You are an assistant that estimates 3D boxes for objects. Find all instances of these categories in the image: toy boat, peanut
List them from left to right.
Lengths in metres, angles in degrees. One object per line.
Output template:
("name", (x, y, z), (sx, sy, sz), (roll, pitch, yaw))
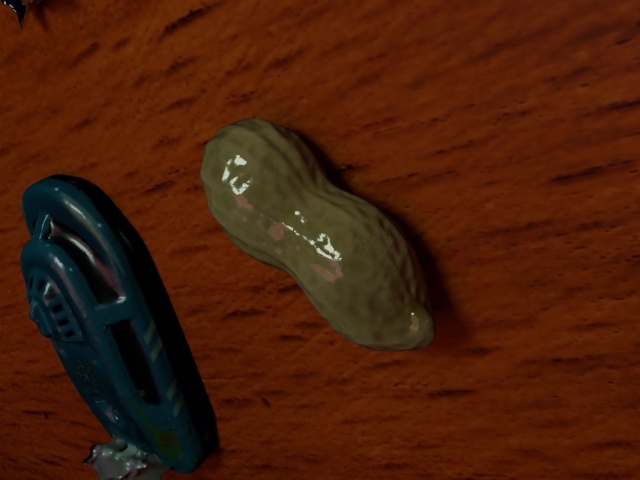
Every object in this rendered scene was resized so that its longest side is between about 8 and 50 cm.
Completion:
("toy boat", (-0.198, 0.093, 0.760), (0.134, 0.092, 0.299), (3, 122, 41))
("peanut", (0.000, 0.000, 0.544), (0.187, 0.082, 0.082), (40, 136, 7))

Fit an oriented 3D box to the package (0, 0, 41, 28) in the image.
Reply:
("package", (-0.231, -0.207, 0.610), (0.111, 0.033, 0.077), (58, 146, -4))
